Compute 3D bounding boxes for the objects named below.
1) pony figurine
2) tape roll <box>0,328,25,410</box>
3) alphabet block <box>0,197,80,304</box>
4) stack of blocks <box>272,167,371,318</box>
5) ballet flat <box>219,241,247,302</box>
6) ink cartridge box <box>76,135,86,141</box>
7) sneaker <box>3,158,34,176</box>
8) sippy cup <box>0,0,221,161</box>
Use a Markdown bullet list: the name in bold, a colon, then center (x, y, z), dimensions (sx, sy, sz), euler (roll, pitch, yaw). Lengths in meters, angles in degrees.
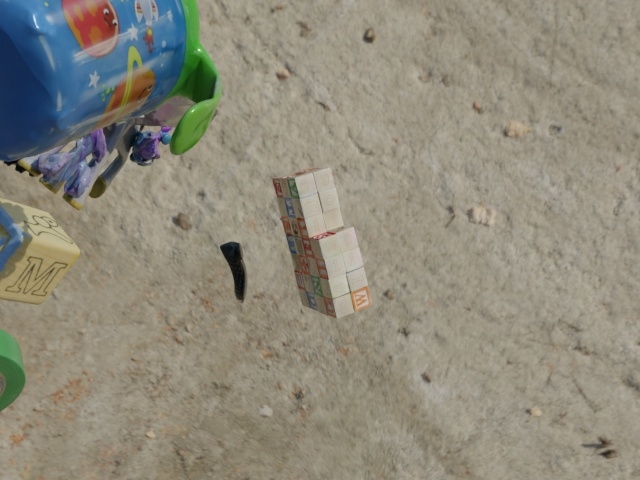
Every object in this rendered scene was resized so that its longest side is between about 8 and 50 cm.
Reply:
- **pony figurine**: center (-0.371, -0.234, 1.161), dimensions (0.302, 0.351, 0.363), euler (40, 78, -7)
- **tape roll**: center (-0.815, 0.301, 1.375), dimensions (0.321, 0.321, 0.077), euler (-25, 56, -6)
- **alphabet block**: center (-0.778, 0.027, 1.627), dimensions (0.192, 0.197, 0.193), euler (43, 97, 26)
- **stack of blocks**: center (0.000, 0.000, 1.353), dimensions (0.087, 0.171, 0.297), euler (-18, 102, -24)
- **ballet flat**: center (-0.207, 0.077, 1.553), dimensions (0.049, 0.173, 0.057), euler (-3, 29, 5)
- **ink cartridge box**: center (-0.589, -0.277, 1.344), dimensions (0.198, 0.067, 0.115), euler (12, 104, -11)
- **sneaker**: center (-0.738, -0.280, 1.504), dimensions (0.097, 0.276, 0.135), euler (2, 48, 36)
- **sippy cup**: center (-0.264, -0.194, 0.611), dimensions (0.305, 0.240, 0.224), euler (0, 31, 15)
